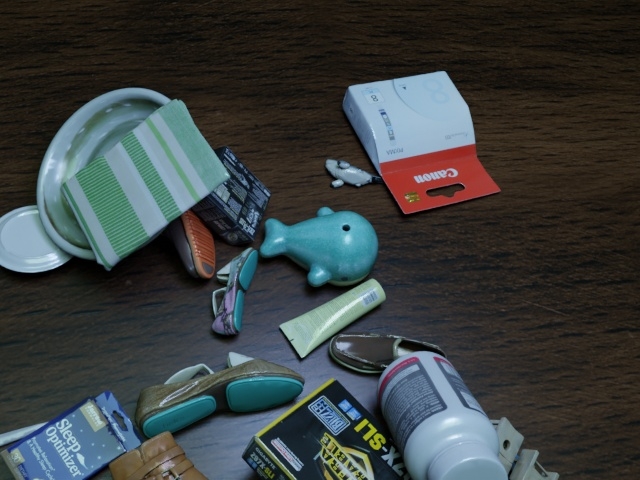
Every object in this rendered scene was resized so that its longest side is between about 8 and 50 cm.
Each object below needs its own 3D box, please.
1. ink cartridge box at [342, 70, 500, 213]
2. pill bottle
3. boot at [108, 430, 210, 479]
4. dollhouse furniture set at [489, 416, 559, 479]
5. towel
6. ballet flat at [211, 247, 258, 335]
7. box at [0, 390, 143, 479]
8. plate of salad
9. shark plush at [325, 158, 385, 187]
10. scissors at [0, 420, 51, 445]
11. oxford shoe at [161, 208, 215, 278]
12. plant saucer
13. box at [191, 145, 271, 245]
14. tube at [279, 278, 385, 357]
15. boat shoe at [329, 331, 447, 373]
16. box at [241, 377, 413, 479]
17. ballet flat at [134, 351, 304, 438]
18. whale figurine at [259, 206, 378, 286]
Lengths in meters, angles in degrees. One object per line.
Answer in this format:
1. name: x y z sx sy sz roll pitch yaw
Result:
1. ink cartridge box: 0.274 -0.269 1.834 0.308 0.091 0.384 -14 59 -22
2. pill bottle: 0.226 0.358 1.305 0.177 0.176 0.318 -1 21 -10
3. boot: -0.241 0.459 1.307 0.284 0.109 0.220 -24 61 -14
4. dollhouse furniture set: 0.354 0.465 1.399 0.183 0.129 0.129 47 59 -15
5. towel: -0.368 -0.119 1.440 0.325 0.038 0.247 -37 65 5
6. ballet flat: -0.198 0.108 1.547 0.079 0.077 0.221 1 56 14
7. box: -0.471 0.396 1.331 0.225 0.036 0.136 -32 73 -27
8. plate of salad: -0.633 -0.001 1.551 0.200 0.048 0.199 7 47 -7
9. shark plush: 0.093 -0.178 1.782 0.161 0.073 0.067 3 28 -2
10. scissors: -0.652 0.385 1.320 0.297 0.021 0.109 -31 68 -24
11. oxford shoe: -0.350 -0.053 1.610 0.133 0.130 0.363 -29 66 6
12. plant saucer: -0.438 -0.139 1.546 0.401 0.100 0.400 -6 72 18
13. box: -0.212 -0.101 1.605 0.078 0.180 0.147 -11 48 35
14. tube: 0.033 0.166 1.556 0.240 0.070 0.062 -29 110 -20
15. boat shoe: 0.150 0.237 1.502 0.258 0.095 0.095 10 57 -3
16. box: 0.051 0.442 1.311 0.322 0.079 0.257 43 34 18
17. ballet flat: -0.209 0.296 1.414 0.343 0.116 0.124 -15 42 -14
18. whale figurine: 0.000 0.000 1.600 0.272 0.141 0.216 11 57 -2
